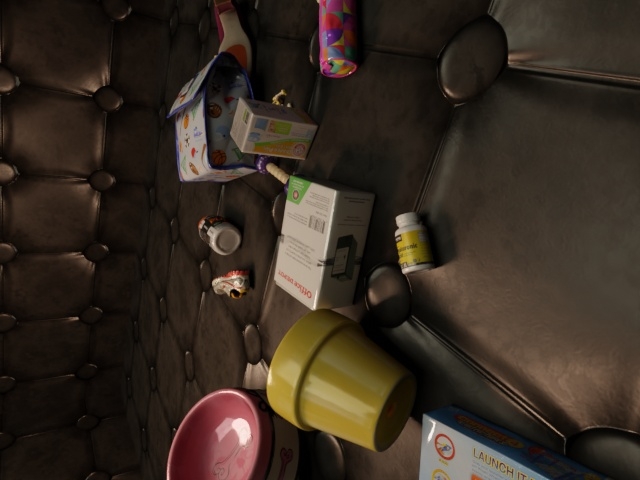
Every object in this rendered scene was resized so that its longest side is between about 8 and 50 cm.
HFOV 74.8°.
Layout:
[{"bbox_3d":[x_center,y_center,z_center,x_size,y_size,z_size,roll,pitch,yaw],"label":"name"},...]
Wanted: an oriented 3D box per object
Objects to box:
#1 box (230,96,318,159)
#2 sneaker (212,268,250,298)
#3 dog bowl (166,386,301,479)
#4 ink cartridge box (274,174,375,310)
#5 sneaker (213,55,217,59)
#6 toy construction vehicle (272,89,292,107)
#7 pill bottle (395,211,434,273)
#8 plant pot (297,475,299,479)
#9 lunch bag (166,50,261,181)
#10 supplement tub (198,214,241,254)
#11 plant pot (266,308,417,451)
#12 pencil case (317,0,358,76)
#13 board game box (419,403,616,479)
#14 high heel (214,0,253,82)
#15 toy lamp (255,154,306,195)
[{"bbox_3d":[-0.127,-0.305,1.155,0.103,0.203,0.114,56,134,39],"label":"box"},{"bbox_3d":[-0.329,0.171,1.528,0.225,0.088,0.092,-26,70,51],"label":"sneaker"},{"bbox_3d":[-0.264,0.615,1.204,0.408,0.150,0.408,-21,46,23],"label":"dog bowl"},{"bbox_3d":[0.000,0.000,1.044,0.211,0.122,0.289,28,112,51],"label":"ink cartridge box"},{"bbox_3d":[-0.365,-0.661,1.604,0.175,0.067,0.064,44,122,43],"label":"sneaker"},{"bbox_3d":[-0.128,-0.406,1.299,0.098,0.035,0.085,-30,66,50],"label":"toy construction vehicle"},{"bbox_3d":[0.185,0.006,0.837,0.065,0.065,0.116,-26,68,51],"label":"pill bottle"},{"bbox_3d":[-0.105,0.713,1.214,0.081,0.083,0.081,-32,63,50],"label":"plant pot"},{"bbox_3d":[-0.378,-0.413,1.459,0.328,0.239,0.385,0,94,54],"label":"lunch bag"},{"bbox_3d":[-0.387,-0.027,1.585,0.190,0.117,0.117,29,113,50],"label":"supplement tub"},{"bbox_3d":[0.058,0.301,0.877,0.239,0.254,0.254,18,105,38],"label":"plant pot"},{"bbox_3d":[0.038,-0.525,1.020,0.104,0.104,0.236,-11,82,54],"label":"pencil case"},{"bbox_3d":[0.296,0.469,0.660,0.308,0.086,0.301,8,96,54],"label":"board game box"},{"bbox_3d":[-0.306,-0.717,1.536,0.181,0.127,0.377,-34,-65,-88],"label":"high heel"},{"bbox_3d":[-0.104,-0.185,1.232,0.275,0.080,0.080,44,124,47],"label":"toy lamp"}]
